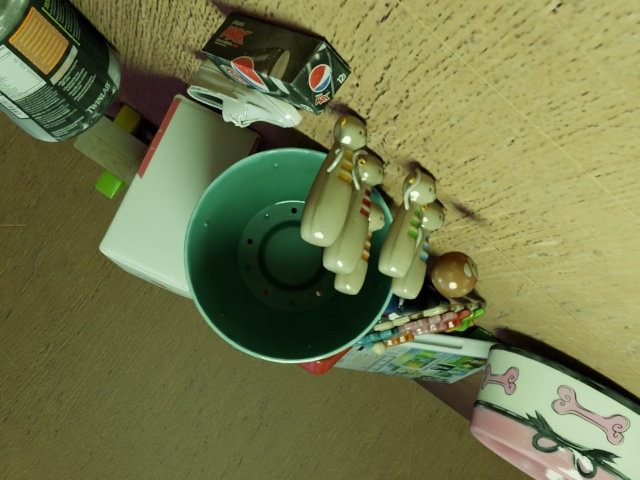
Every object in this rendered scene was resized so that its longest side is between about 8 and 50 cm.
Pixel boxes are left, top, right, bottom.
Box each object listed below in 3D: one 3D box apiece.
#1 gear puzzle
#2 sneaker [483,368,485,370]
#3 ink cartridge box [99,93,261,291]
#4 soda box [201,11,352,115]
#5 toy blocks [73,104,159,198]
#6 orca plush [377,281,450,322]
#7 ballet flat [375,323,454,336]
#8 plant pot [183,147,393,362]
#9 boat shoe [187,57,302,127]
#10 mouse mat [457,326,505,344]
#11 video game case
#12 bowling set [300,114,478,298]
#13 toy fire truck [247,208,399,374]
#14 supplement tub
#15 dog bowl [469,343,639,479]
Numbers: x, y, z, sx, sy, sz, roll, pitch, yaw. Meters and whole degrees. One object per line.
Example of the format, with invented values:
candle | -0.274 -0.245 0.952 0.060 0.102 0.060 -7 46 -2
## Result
gear puzzle | 0.169 0.140 1.594 0.339 0.175 0.044 4 -111 -65
sneaker | 0.378 0.299 2.050 0.161 0.075 0.057 32 171 27
ink cartridge box | -0.229 -0.056 1.758 0.160 0.279 0.385 24 173 -2
soda box | -0.049 -0.184 1.049 0.169 0.060 0.053 28 168 47
toy blocks | -0.389 -0.167 2.367 0.381 0.191 0.261 36 -176 8
orca plush | 0.155 0.089 1.860 0.151 0.102 0.287 -10 177 5
ballet flat | 0.151 0.181 2.142 0.123 0.123 0.348 42 172 -40
plant pot | -0.040 0.023 1.490 0.293 0.293 0.235 36 178 1
boat shoe | -0.103 -0.178 1.311 0.184 0.063 0.066 32 172 29
mouse mat | 0.340 0.220 1.938 0.152 0.007 0.190 36 165 2
video game case | 0.159 0.220 1.969 0.300 0.036 0.329 9 163 -7
bowling set | 0.103 -0.019 1.219 0.200 0.154 0.287 15 166 12
toy fire truck | -0.007 0.083 1.732 0.254 0.302 0.169 33 133 20
supplement tub | -0.487 -0.320 1.612 0.207 0.207 0.338 31 170 34
dog bowl | 0.428 0.340 1.692 0.408 0.150 0.408 30 170 6
